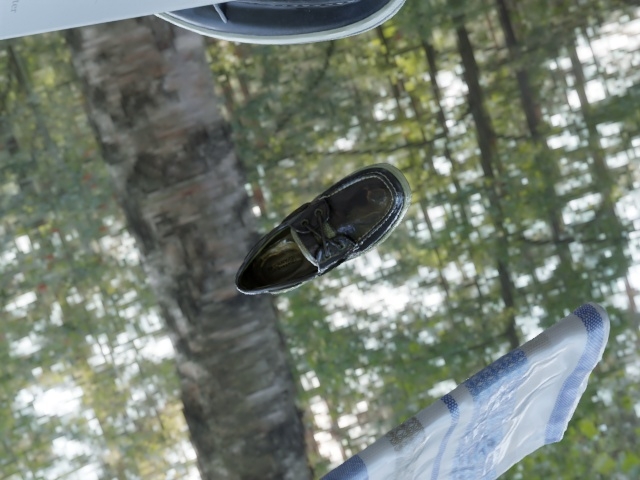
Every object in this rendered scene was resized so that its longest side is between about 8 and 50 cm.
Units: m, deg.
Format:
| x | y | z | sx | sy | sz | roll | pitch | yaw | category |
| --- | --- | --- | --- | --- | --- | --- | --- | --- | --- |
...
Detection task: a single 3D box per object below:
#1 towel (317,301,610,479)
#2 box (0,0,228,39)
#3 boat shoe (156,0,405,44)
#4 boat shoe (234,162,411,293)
| x | y | z | sx | sy | sz | roll | pitch | yaw | category |
| --- | --- | --- | --- | --- | --- | --- | --- | --- | --- |
| 0.097 | 0.169 | 0.879 | 0.285 | 0.034 | 0.209 | -30 | 151 | -20 | towel |
| -0.169 | -0.248 | 0.654 | 0.345 | 0.215 | 0.168 | -22 | 145 | -44 | box |
| -0.150 | -0.312 | 1.040 | 0.500 | 0.187 | 0.156 | 19 | 174 | -2 | boat shoe |
| 0.000 | 0.000 | 0.810 | 0.152 | 0.056 | 0.049 | -39 | 177 | 33 | boat shoe |
